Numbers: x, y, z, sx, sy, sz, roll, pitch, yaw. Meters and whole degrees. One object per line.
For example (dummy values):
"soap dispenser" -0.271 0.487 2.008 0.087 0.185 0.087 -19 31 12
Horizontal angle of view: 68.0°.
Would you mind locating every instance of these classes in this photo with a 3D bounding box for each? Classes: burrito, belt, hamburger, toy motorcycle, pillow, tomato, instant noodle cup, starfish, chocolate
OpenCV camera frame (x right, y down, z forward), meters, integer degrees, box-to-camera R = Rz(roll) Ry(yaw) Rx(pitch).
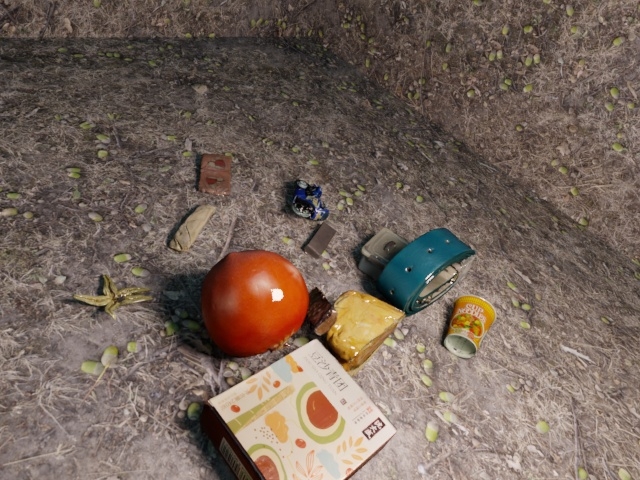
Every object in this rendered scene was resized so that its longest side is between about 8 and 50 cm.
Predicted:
"burrito" -0.454 -0.057 1.726 0.082 0.059 0.275 11 37 9
"belt" 0.398 0.113 1.746 0.173 0.300 0.436 43 39 23
"hamburger" 0.110 0.276 1.533 0.209 0.162 0.329 38 43 23
"toy motorcycle" -0.044 -0.167 2.020 0.168 0.113 0.315 25 29 -14
"pillow" -0.442 -0.276 1.997 0.135 0.049 0.249 7 45 -17
"tomato" -0.195 0.173 1.378 0.321 0.322 0.322 13 39 -11
"instant noodle cup" 0.527 0.316 1.705 0.168 0.168 0.185 31 49 11
"starfish" -0.609 0.164 1.402 0.223 0.050 0.217 7 34 -37
"chocolate" -0.008 0.216 1.493 0.065 0.102 0.329 44 -2 -13

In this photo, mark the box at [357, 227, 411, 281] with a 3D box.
"box" 0.257 0.060 1.880 0.162 0.130 0.227 34 39 14

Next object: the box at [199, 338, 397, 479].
"box" -0.054 0.487 1.238 0.385 0.122 0.344 -21 55 -41

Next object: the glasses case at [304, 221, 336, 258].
"glasses case" 0.001 -0.001 1.896 0.072 0.042 0.191 33 39 1
